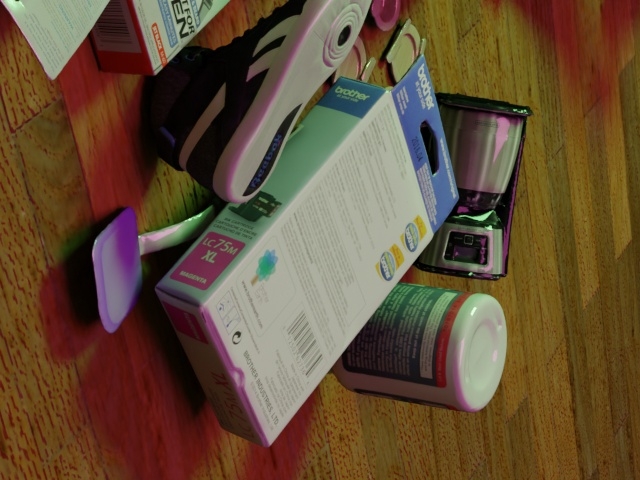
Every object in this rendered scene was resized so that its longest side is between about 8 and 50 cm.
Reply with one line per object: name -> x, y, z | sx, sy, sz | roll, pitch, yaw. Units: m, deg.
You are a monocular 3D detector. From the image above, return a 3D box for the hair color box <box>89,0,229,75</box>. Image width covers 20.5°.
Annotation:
hair color box -> -0.114, -0.207, 1.340 | 0.167, 0.053, 0.093 | -54, 140, -43

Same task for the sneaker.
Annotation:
sneaker -> -0.058, -0.147, 1.370 | 0.217, 0.121, 0.079 | -58, 156, -3

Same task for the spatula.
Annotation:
spatula -> -0.105, -0.012, 1.426 | 0.296, 0.030, 0.084 | -36, 128, -54

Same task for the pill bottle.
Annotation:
pill bottle -> 0.068, 0.091, 1.609 | 0.108, 0.180, 0.108 | -23, 117, -58

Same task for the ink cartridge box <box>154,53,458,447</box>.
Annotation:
ink cartridge box -> 0.000, 0.000, 1.483 | 0.311, 0.065, 0.185 | -48, 141, -26

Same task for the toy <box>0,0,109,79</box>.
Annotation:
toy -> -0.182, -0.226, 1.203 | 0.137, 0.056, 0.237 | 61, 37, -30

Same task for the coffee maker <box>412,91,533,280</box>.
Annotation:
coffee maker -> 0.151, -0.055, 1.780 | 0.171, 0.120, 0.178 | -12, 112, -70

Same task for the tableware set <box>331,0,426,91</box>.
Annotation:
tableware set -> 0.060, -0.172, 1.698 | 0.168, 0.020, 0.141 | 52, 52, -52
